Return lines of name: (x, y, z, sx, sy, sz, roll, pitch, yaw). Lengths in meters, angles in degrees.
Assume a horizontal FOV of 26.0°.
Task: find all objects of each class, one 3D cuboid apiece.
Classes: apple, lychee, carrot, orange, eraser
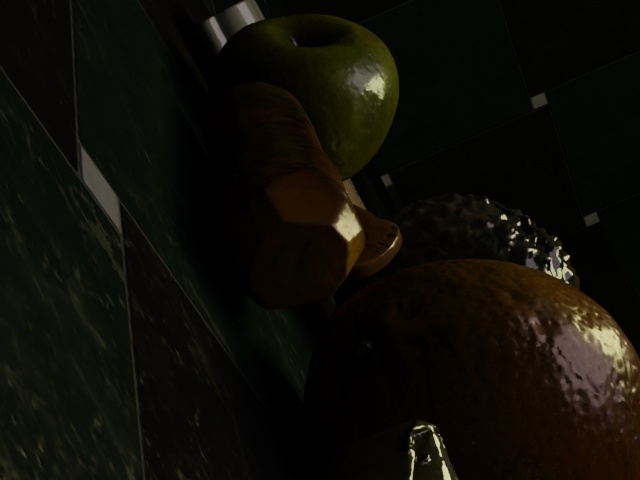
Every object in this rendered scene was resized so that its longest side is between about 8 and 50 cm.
apple: (-0.018, -0.136, 1.377, 0.196, 0.196, 0.157, -104, -169, -66)
lychee: (0.139, 0.080, 1.406, 0.255, 0.255, 0.274, 64, 2, 10)
carrot: (-0.038, -0.038, 1.134, 0.114, 0.114, 0.302, 60, 4, -24)
orange: (0.113, 0.130, 1.036, 0.264, 0.264, 0.264, 61, 6, -12)
eraser: (-0.045, -0.131, 1.584, 0.291, 0.087, 0.171, 62, 3, -10)

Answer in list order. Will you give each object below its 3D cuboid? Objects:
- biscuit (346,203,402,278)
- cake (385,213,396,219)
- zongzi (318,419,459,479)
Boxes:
biscuit: (0.000, 0.001, 1.320, 0.140, 0.118, 0.023, 29, -42, 35)
cake: (0.166, 0.091, 2.086, 0.284, 0.158, 0.172, 60, 5, 2)
zongzi: (0.054, 0.243, 0.714, 0.256, 0.115, 0.228, -68, 135, -73)
